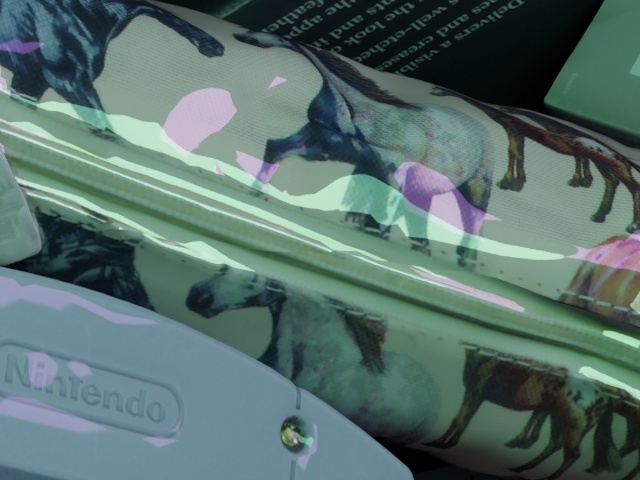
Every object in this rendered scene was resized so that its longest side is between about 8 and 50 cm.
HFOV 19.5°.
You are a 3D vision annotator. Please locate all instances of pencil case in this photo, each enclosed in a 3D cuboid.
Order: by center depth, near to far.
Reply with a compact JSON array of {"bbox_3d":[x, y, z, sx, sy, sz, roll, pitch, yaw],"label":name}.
[{"bbox_3d":[0.000,0.000,0.715,0.410,0.159,0.183,18,16,-13],"label":"pencil case"}]

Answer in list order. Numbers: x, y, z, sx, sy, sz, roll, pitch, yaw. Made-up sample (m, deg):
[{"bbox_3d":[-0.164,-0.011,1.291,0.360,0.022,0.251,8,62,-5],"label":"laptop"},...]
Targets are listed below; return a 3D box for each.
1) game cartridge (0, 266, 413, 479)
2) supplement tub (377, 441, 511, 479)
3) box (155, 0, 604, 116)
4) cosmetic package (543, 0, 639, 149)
[{"bbox_3d":[-0.091,0.112,0.566,0.297,0.062,0.198,21,61,-39],"label":"game cartridge"},{"bbox_3d":[0.088,0.165,0.898,0.207,0.207,0.338,54,20,-19],"label":"supplement tub"},{"bbox_3d":[0.004,-0.131,0.971,0.395,0.294,0.212,26,39,-59],"label":"box"},{"bbox_3d":[0.212,-0.023,0.895,0.127,0.107,0.238,22,-16,34],"label":"cosmetic package"}]
